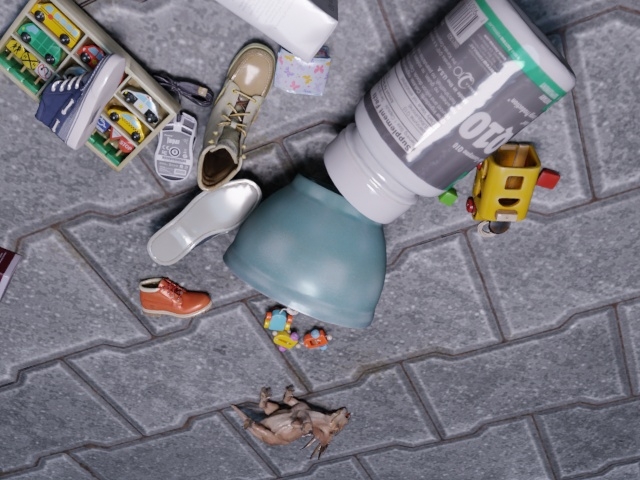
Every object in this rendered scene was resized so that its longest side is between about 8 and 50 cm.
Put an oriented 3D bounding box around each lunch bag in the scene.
[{"bbox_3d":[-0.031,-0.278,1.005,0.083,0.053,0.071,1,132,-13],"label":"lunch bag"}]

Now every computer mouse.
[{"bbox_3d":[-0.251,-0.192,1.086,0.105,0.042,0.193,9,123,-13],"label":"computer mouse"}]

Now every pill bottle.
[{"bbox_3d":[0.186,-0.199,0.970,0.204,0.204,0.361,34,122,-25],"label":"pill bottle"}]

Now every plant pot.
[{"bbox_3d":[0.000,0.000,1.111,0.293,0.293,0.196,23,99,-17],"label":"plant pot"}]

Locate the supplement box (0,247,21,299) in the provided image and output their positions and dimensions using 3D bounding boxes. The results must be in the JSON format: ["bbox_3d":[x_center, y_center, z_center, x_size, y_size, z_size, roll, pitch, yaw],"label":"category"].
[{"bbox_3d":[-0.754,0.044,1.263,0.239,0.073,0.130,27,124,-21],"label":"supplement box"}]

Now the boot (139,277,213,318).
[{"bbox_3d":[-0.311,0.119,1.332,0.157,0.059,0.085,0,124,2],"label":"boot"}]

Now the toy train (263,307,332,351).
[{"bbox_3d":[-0.054,0.191,1.396,0.125,0.046,0.166,-21,129,16],"label":"toy train"}]

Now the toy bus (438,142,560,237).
[{"bbox_3d":[0.329,-0.077,1.131,0.191,0.104,0.202,-37,120,27],"label":"toy bus"}]

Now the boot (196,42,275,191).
[{"bbox_3d":[-0.136,-0.195,0.999,0.077,0.165,0.213,23,126,-18],"label":"boot"}]

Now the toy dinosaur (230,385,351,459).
[{"bbox_3d":[-0.081,0.476,1.584,0.295,0.127,0.200,-6,136,13],"label":"toy dinosaur"}]

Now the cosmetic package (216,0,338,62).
[{"bbox_3d":[-0.087,-0.368,0.890,0.231,0.117,0.085,27,126,-21],"label":"cosmetic package"}]

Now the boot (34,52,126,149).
[{"bbox_3d":[-0.376,-0.230,0.961,0.086,0.069,0.190,37,121,-9],"label":"boot"}]

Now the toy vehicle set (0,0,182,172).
[{"bbox_3d":[-0.378,-0.255,1.010,0.166,0.035,0.267,-37,111,27],"label":"toy vehicle set"}]

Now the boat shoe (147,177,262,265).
[{"bbox_3d":[-0.215,-0.042,1.180,0.254,0.079,0.095,-37,104,17],"label":"boat shoe"}]
